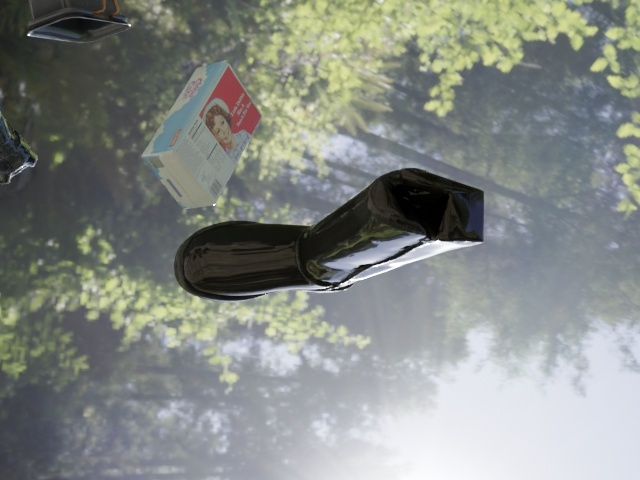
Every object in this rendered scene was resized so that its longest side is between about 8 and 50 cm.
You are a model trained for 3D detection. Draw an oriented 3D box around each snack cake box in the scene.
[{"bbox_3d":[-0.229,-0.210,1.962,0.089,0.152,0.264,-6,-136,34],"label":"snack cake box"}]

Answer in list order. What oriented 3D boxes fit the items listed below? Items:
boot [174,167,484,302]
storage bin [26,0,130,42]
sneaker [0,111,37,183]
[{"bbox_3d":[0.002,0.000,1.614,0.445,0.367,0.146,-20,-104,61],"label":"boot"},{"bbox_3d":[-0.314,-0.314,1.272,0.098,0.135,0.091,-12,-89,26],"label":"storage bin"},{"bbox_3d":[-0.572,-0.187,1.686,0.086,0.163,0.226,-39,-135,-12],"label":"sneaker"}]
